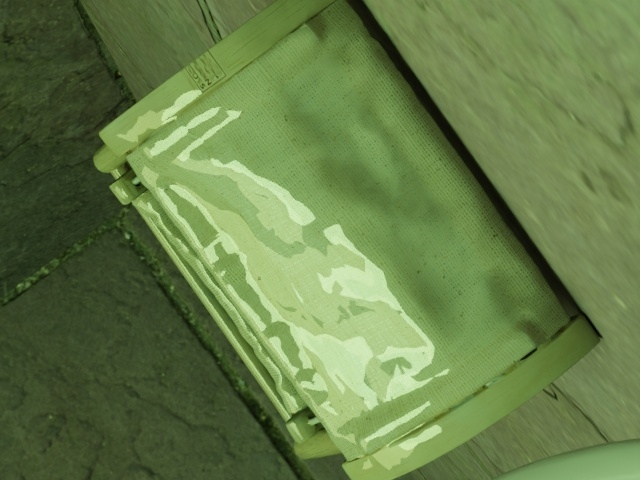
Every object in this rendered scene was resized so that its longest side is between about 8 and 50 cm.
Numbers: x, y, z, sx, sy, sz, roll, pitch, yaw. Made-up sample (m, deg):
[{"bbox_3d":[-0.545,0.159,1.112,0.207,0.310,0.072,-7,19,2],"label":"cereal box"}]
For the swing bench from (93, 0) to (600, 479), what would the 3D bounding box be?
[{"bbox_3d":[0.000,0.000,1.018,0.253,0.165,0.254,55,173,-4],"label":"swing bench"}]

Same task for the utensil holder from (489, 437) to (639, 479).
[{"bbox_3d":[0.181,0.315,0.723,0.327,0.327,0.385,48,175,41],"label":"utensil holder"}]
